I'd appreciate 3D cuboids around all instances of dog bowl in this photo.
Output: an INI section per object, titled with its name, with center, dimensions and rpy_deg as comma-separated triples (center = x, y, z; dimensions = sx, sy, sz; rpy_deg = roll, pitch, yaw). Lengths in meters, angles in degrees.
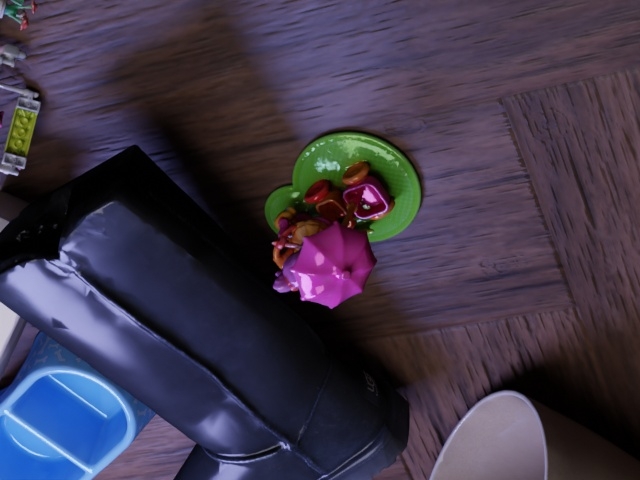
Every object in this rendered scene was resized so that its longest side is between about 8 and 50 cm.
[dog bowl]
center = -0.301, 0.209, 1.743
dimensions = 0.166, 0.074, 0.297
rpy_deg = 38, 128, -13

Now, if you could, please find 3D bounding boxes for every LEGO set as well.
[LEGO set]
center = -0.312, -0.158, 1.455
dimensions = 0.107, 0.132, 0.287
rpy_deg = 15, 107, -16

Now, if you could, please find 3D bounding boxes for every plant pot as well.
[plant pot]
center = 0.278, 0.314, 1.566
dimensions = 0.274, 0.256, 0.256
rpy_deg = 19, 131, -19

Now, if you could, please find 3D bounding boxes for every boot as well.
[boot]
center = -0.178, 0.151, 1.543
dimensions = 0.367, 0.146, 0.445
rpy_deg = -38, 125, 15

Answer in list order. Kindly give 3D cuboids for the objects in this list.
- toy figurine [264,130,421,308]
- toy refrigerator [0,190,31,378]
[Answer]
[toy figurine]
center = 0.000, 0.000, 1.443
dimensions = 0.173, 0.159, 0.130
rpy_deg = -22, 117, 30
[toy refrigerator]
center = -0.364, 0.090, 1.584
dimensions = 0.094, 0.102, 0.269
rpy_deg = 25, 102, -4
